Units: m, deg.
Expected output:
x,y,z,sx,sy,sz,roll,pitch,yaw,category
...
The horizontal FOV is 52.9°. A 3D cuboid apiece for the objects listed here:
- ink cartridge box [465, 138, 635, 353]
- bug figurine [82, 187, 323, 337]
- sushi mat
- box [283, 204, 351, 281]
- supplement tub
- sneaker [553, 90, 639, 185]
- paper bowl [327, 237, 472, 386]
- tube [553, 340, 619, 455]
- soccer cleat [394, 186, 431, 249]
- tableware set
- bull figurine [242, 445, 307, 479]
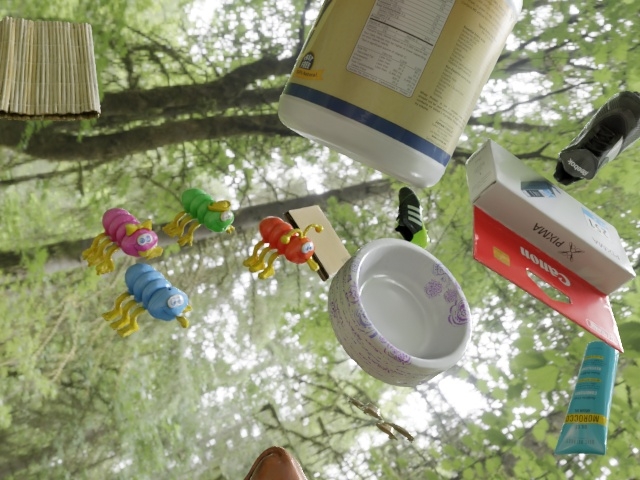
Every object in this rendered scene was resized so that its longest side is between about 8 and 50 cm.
x,y,z,sx,sy,sz,roll,pitch,yaw,category
0.363,0.000,1.005,0.296,0.261,0.066,31,-55,-14,ink cartridge box
-0.142,0.006,0.751,0.216,0.279,0.072,30,-55,32,bug figurine
-0.436,-0.278,1.018,0.316,0.151,0.019,-114,-151,-44,sushi mat
0.000,0.000,1.408,0.021,0.201,0.164,-34,-94,19,box
0.106,-0.247,0.795,0.228,0.228,0.316,30,-82,44,supplement tub
0.447,-0.151,1.041,0.078,0.106,0.234,42,-15,9,sneaker
0.144,0.149,1.268,0.284,0.284,0.148,61,-40,19,paper bowl
0.436,0.257,1.035,0.052,0.207,0.080,46,-39,-17,tube
0.209,-0.055,1.539,0.060,0.072,0.179,122,-39,-52,soccer cleat
0.131,0.399,1.428,0.169,0.020,0.141,39,-19,-4,tableware set
-0.039,0.473,0.966,0.188,0.101,0.310,-47,-129,28,bull figurine
